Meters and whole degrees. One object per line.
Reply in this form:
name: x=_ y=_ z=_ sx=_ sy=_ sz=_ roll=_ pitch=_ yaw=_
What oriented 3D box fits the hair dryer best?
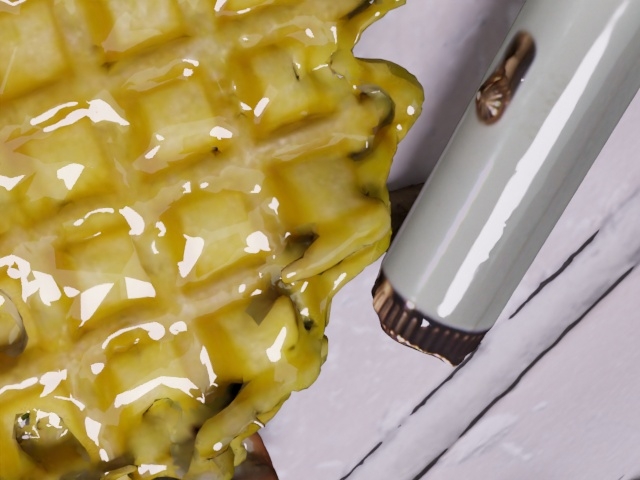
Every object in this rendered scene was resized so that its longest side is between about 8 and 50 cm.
hair dryer: x=0.108 y=-0.086 z=0.446 sx=0.203 sy=0.128 sz=0.362 roll=11 pitch=118 yaw=-35

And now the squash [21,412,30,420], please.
squash: x=-0.124 y=0.034 z=0.445 sx=0.239 sy=0.069 sz=0.069 roll=-38 pitch=133 yaw=2

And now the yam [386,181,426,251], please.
yam: x=0.000 y=0.000 z=0.516 sx=0.145 sy=0.032 sz=0.032 roll=-16 pitch=130 yaw=-20

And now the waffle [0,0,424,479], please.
waffle: x=-0.101 y=-0.027 z=0.369 sx=0.262 sy=0.060 sz=0.280 roll=23 pitch=94 yaw=-17

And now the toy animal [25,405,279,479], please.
toy animal: x=-0.085 y=0.183 z=0.574 sx=0.158 sy=0.097 sz=0.312 roll=-6 pitch=125 yaw=-39
